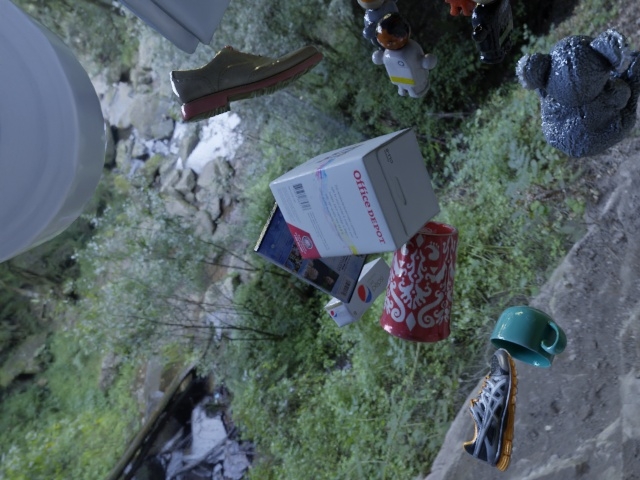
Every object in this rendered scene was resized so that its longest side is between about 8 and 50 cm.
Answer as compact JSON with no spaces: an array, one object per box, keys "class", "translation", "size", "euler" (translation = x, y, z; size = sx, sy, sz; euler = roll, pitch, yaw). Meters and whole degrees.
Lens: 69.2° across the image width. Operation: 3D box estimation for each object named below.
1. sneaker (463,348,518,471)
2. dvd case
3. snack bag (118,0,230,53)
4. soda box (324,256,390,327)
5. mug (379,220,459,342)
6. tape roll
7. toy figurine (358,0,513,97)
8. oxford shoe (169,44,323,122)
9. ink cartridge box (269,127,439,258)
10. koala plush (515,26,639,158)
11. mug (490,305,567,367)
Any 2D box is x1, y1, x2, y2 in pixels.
[{"class":"sneaker","translation":[0.318,0.304,0.861],"size":[0.083,0.084,0.214],"euler":[6,64,22]},{"class":"dvd case","translation":[0.000,0.000,0.961],"size":[0.022,0.253,0.180],"euler":[-1,61,54]},{"class":"snack bag","translation":[-0.098,-0.292,0.151],"size":[0.037,0.343,0.322],"euler":[31,96,35]},{"class":"soda box","translation":[0.107,0.131,1.211],"size":[0.074,0.216,0.069],"euler":[-32,97,45]},{"class":"mug","translation":[0.157,0.053,0.746],"size":[0.150,0.113,0.169],"euler":[-91,4,-72]},{"class":"tape roll","translation":[-0.369,-0.109,0.445],"size":[0.100,0.287,0.285],"euler":[-135,65,-76]},{"class":"toy figurine","translation":[0.164,-0.346,0.694],"size":[0.210,0.148,0.212],"euler":[-21,53,15]},{"class":"oxford shoe","translation":[-0.163,-0.382,1.031],"size":[0.130,0.349,0.123],"euler":[67,168,-8]},{"class":"ink cartridge box","translation":[0.048,-0.061,0.645],"size":[0.176,0.127,0.128],"euler":[-6,113,45]},{"class":"koala plush","translation":[0.468,-0.280,0.832],"size":[0.197,0.221,0.203],"euler":[0,69,36]},{"class":"mug","translation":[0.461,0.204,1.003],"size":[0.158,0.129,0.097],"euler":[13,66,44]}]
